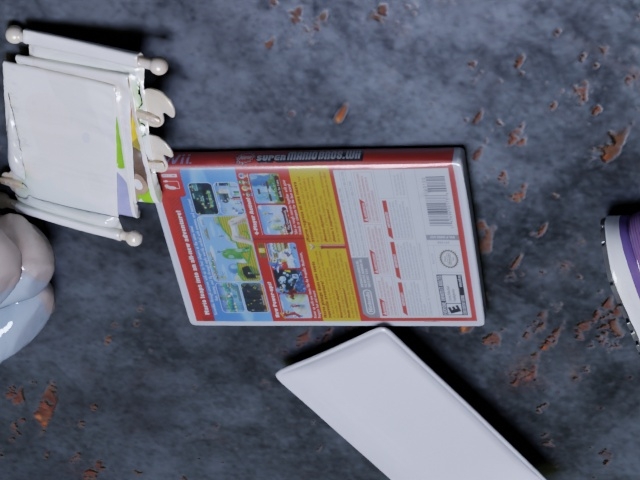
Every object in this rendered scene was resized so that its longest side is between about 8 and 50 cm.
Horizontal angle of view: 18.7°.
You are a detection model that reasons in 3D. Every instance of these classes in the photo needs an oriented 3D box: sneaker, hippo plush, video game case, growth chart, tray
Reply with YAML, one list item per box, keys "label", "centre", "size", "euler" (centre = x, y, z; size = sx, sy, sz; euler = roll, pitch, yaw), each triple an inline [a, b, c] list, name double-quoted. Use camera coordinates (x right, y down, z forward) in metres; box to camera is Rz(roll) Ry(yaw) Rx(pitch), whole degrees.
- label: "sneaker"
  centre: [0.348, 0.084, 1.722]
  size: [0.124, 0.107, 0.283]
  euler: [-16, 128, 18]
- label: "hippo plush"
  centre: [-0.402, 0.047, 1.816]
  size: [0.236, 0.234, 0.294]
  euler: [35, 137, 14]
- label: "video game case"
  centre: [0.000, 0.000, 1.769]
  size: [0.285, 0.025, 0.204]
  euler: [-1, 133, 13]
- label: "growth chart"
  centre: [-0.209, -0.088, 1.714]
  size: [0.172, 0.021, 0.237]
  euler: [19, 135, 9]
- label: "tray"
  centre: [0.095, 0.179, 1.912]
  size: [0.145, 0.030, 0.270]
  euler: [-26, 123, 35]
